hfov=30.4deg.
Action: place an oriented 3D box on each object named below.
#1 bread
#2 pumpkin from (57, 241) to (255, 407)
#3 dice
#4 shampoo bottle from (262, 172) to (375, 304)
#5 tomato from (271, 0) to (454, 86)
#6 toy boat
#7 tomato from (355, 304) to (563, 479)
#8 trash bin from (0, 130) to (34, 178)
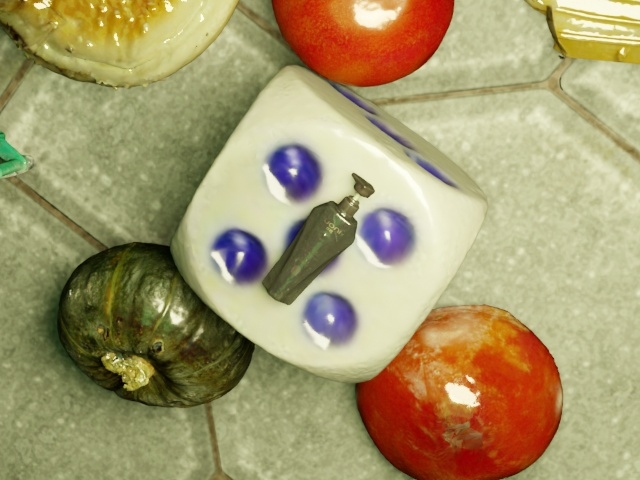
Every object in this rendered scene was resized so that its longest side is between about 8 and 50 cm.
[{"bbox_3d":[-0.209,-0.312,1.210,0.305,0.159,0.306,1,106,5],"label":"bread"},{"bbox_3d":[-0.181,0.099,1.304,0.223,0.157,0.224,11,142,8],"label":"pumpkin"},{"bbox_3d":[0.008,-0.017,1.207,0.251,0.259,0.243,35,106,-1],"label":"dice"},{"bbox_3d":[0.000,0.000,1.065,0.048,0.027,0.137,40,108,-1],"label":"shampoo bottle"},{"bbox_3d":[0.043,-0.253,1.182,0.195,0.136,0.195,1,84,-6],"label":"tomato"},{"bbox_3d":[0.354,-0.233,1.180,0.310,0.089,0.115,6,103,8],"label":"toy boat"},{"bbox_3d":[0.151,0.185,1.300,0.233,0.139,0.200,-13,107,12],"label":"tomato"},{"bbox_3d":[-0.468,-0.229,1.226,0.295,0.259,0.381,6,103,7],"label":"trash bin"}]
